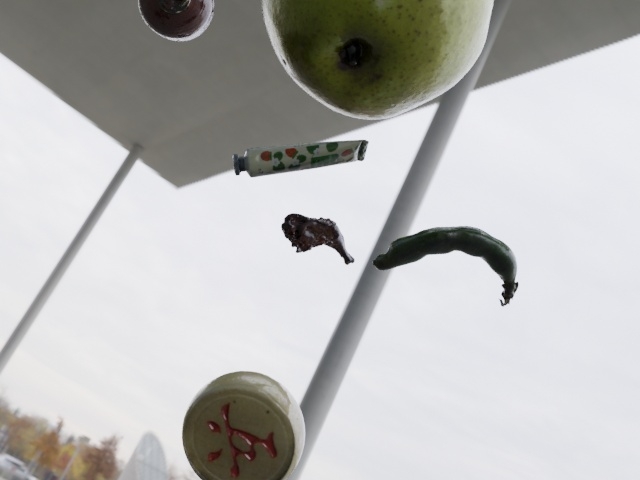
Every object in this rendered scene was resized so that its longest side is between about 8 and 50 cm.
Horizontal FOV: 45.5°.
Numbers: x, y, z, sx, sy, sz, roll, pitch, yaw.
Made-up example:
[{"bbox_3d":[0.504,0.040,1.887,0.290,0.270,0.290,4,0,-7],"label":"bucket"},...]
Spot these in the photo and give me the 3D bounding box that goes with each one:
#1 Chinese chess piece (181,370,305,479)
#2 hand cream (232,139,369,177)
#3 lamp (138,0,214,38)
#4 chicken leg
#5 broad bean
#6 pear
[{"bbox_3d":[-0.153,0.386,1.532,0.249,0.250,0.103,24,11,5],"label":"Chinese chess piece"},{"bbox_3d":[-0.040,-0.169,1.555,0.275,0.059,0.095,-7,-20,-6],"label":"hand cream"},{"bbox_3d":[-0.333,-0.553,1.753,0.180,0.180,0.258,31,5,-11],"label":"lamp"},{"bbox_3d":[0.002,-0.006,1.612,0.205,0.093,0.053,15,12,-29],"label":"chicken leg"},{"bbox_3d":[0.254,0.034,1.449,0.291,0.049,0.144,15,-63,-6],"label":"broad bean"},{"bbox_3d":[0.064,-0.280,0.866,0.294,0.294,0.294,22,-24,10],"label":"pear"}]
